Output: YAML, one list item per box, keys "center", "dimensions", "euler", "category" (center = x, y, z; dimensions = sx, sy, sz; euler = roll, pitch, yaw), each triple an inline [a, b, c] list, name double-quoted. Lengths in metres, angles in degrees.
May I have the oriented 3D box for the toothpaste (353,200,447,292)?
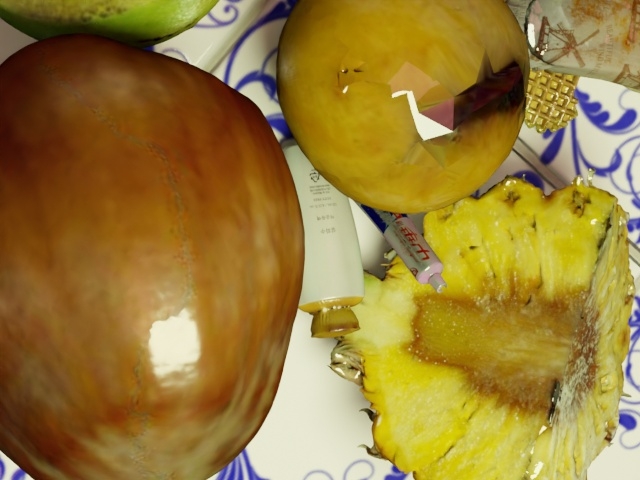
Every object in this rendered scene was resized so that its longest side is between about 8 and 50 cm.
- center: [0.069, -0.015, 1.441]
  dimensions: [0.045, 0.170, 0.028]
  euler: [-33, 148, -3]
  category: "toothpaste"

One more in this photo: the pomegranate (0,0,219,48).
- center: [-0.205, -0.312, 1.264]
  dimensions: [0.359, 0.216, 0.309]
  euler: [3, 101, 14]
  category: "pomegranate"

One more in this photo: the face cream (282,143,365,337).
- center: [0.000, 0.000, 1.437]
  dimensions: [0.072, 0.051, 0.182]
  euler: [-7, 81, -18]
  category: "face cream"

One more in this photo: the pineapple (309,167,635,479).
- center: [0.148, 0.102, 1.498]
  dimensions: [0.209, 0.286, 0.344]
  euler: [31, 74, -58]
  category: "pineapple"

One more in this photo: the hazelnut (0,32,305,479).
- center: [-0.168, 0.019, 1.215]
  dimensions: [0.366, 0.366, 0.365]
  euler: [-4, 104, -16]
  category: "hazelnut"

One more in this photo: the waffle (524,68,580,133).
- center: [0.227, -0.148, 1.521]
  dimensions: [0.078, 0.016, 0.085]
  euler: [-12, 105, -13]
  category: "waffle"

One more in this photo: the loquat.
- center: [0.073, -0.141, 1.365]
  dimensions: [0.235, 0.235, 0.235]
  euler: [-4, 104, -16]
  category: "loquat"

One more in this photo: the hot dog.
- center: [0.287, -0.206, 1.494]
  dimensions: [0.253, 0.069, 0.131]
  euler: [3, 97, -20]
  category: "hot dog"
